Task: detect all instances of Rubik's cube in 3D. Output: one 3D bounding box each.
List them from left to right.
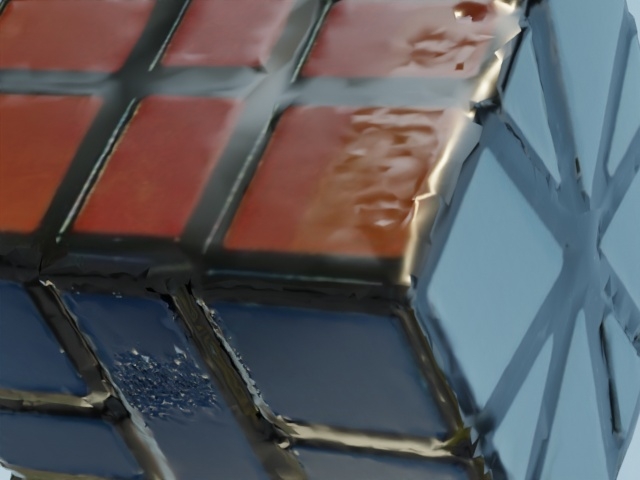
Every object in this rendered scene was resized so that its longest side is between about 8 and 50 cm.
[{"bbox_3d":[0.000,0.000,0.934,0.283,0.293,0.288,5,-37,28],"label":"Rubik's cube"}]
